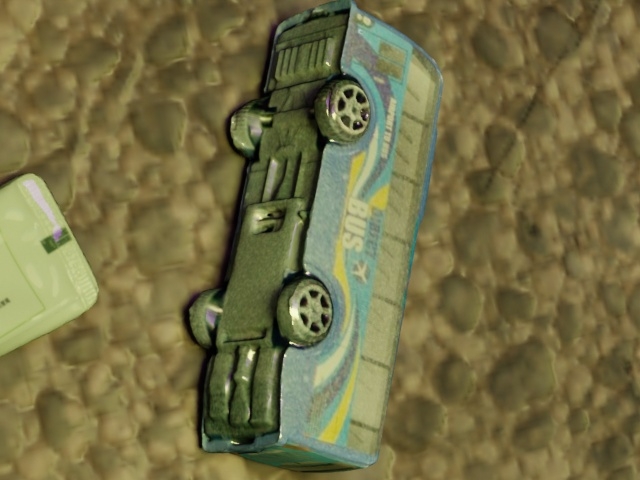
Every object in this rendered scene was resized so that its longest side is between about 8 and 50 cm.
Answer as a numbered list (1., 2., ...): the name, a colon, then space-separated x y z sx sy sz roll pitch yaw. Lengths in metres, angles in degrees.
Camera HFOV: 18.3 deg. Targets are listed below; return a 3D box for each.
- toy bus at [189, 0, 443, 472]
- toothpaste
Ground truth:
1. toy bus: 0.000 0.000 0.654 0.061 0.051 0.153 25 67 -36
2. toothpaste: -0.148 0.043 0.574 0.197 0.029 0.048 -33 99 -33
